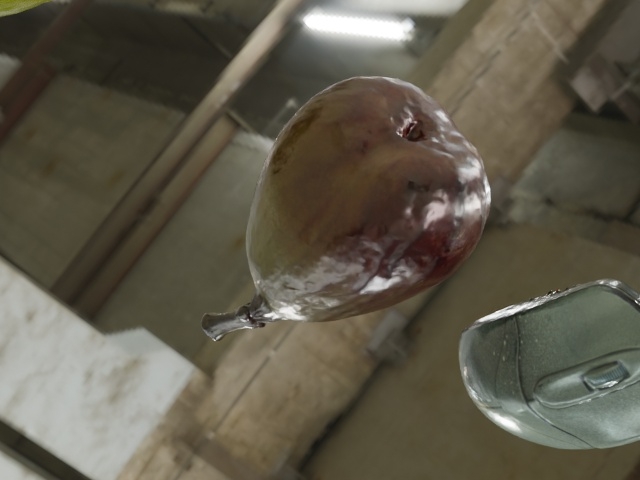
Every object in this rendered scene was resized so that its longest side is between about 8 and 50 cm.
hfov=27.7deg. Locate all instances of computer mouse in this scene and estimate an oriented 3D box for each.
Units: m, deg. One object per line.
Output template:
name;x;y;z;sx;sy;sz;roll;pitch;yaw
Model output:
computer mouse;0.164;0.092;0.886;0.068;0.113;0.229;-39;-172;-30

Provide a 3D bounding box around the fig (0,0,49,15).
fig;-0.296;-0.324;1.045;0.343;0.343;0.343;-34;-148;25

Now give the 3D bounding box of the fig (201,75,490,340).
fig;-0.002;-0.001;0.988;0.274;0.145;0.170;-42;-117;27
